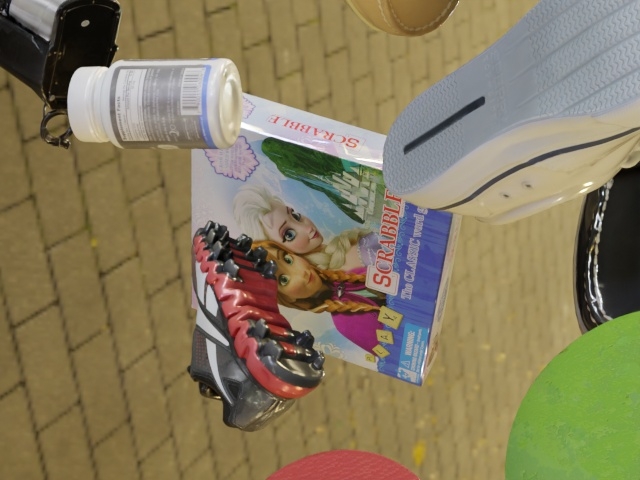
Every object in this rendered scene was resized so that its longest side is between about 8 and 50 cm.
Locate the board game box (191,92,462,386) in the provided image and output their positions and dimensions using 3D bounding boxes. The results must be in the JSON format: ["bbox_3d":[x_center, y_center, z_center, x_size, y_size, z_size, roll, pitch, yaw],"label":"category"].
[{"bbox_3d":[0.000,0.000,1.497,0.066,0.318,0.319,-58,160,-45],"label":"board game box"}]

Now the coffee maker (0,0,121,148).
[{"bbox_3d":[-0.327,-0.221,1.383,0.171,0.178,0.120,-61,151,2],"label":"coffee maker"}]

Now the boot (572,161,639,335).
[{"bbox_3d":[0.239,-0.129,0.807,0.377,0.138,0.284,-63,150,-20],"label":"boot"}]

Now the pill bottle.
[{"bbox_3d":[-0.142,-0.117,1.088,0.078,0.137,0.078,1,90,-77],"label":"pill bottle"}]

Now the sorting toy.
[{"bbox_3d":[0.135,0.121,0.529,0.126,0.365,0.127,49,21,-45],"label":"sorting toy"}]

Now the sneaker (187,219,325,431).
[{"bbox_3d":[-0.094,0.092,1.339,0.097,0.276,0.135,18,118,-36],"label":"sneaker"}]

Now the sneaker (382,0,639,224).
[{"bbox_3d":[0.144,-0.078,0.675,0.091,0.258,0.094,15,66,-33],"label":"sneaker"}]

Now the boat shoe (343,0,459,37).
[{"bbox_3d":[0.065,-0.208,0.712,0.109,0.098,0.302,-36,155,-18],"label":"boat shoe"}]
